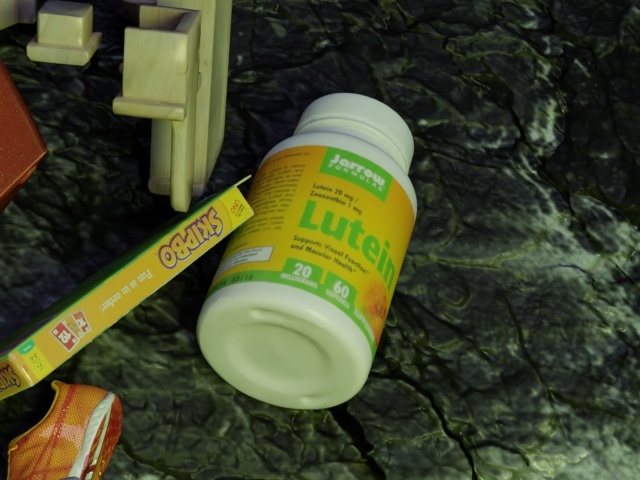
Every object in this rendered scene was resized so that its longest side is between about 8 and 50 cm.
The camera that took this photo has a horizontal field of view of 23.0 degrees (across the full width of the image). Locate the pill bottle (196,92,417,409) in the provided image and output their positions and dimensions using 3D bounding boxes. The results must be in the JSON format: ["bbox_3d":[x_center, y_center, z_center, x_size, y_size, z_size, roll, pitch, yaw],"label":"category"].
[{"bbox_3d":[0.000,0.000,1.255,0.136,0.136,0.246,23,50,-5],"label":"pill bottle"}]

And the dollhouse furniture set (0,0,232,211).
[{"bbox_3d":[-0.257,-0.146,1.262,0.355,0.174,0.303,6,25,3],"label":"dollhouse furniture set"}]

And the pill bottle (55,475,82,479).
[{"bbox_3d":[-0.262,0.244,0.936,0.283,0.160,0.160,-15,62,-22],"label":"pill bottle"}]

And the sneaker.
[{"bbox_3d":[-0.197,0.176,1.109,0.067,0.064,0.175,10,45,13],"label":"sneaker"}]

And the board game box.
[{"bbox_3d":[-0.157,0.037,1.175,0.259,0.124,0.039,-43,101,-37],"label":"board game box"}]

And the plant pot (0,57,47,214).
[{"bbox_3d":[-0.354,-0.052,1.092,0.236,0.267,0.267,43,50,-6],"label":"plant pot"}]
